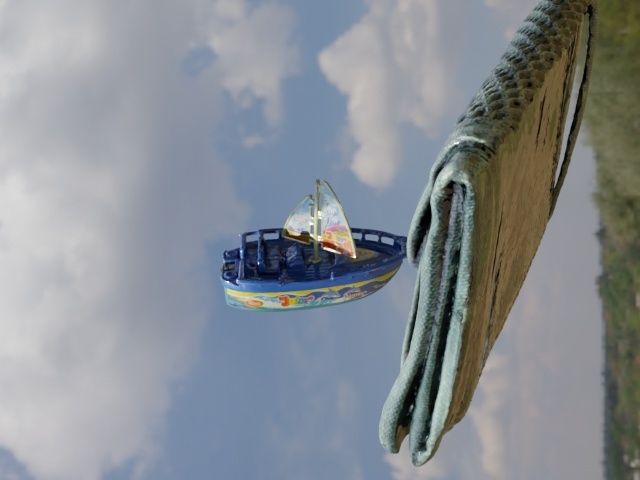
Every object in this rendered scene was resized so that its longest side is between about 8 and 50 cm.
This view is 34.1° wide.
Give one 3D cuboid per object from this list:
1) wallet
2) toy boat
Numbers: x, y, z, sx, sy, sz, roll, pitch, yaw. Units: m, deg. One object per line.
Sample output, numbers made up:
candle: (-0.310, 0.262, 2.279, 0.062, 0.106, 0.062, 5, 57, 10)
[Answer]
wallet: (0.123, -0.033, 0.749, 0.342, 0.075, 0.237, -51, -26, -50)
toy boat: (0.000, 0.000, 0.885, 0.091, 0.175, 0.110, -94, 2, -59)
